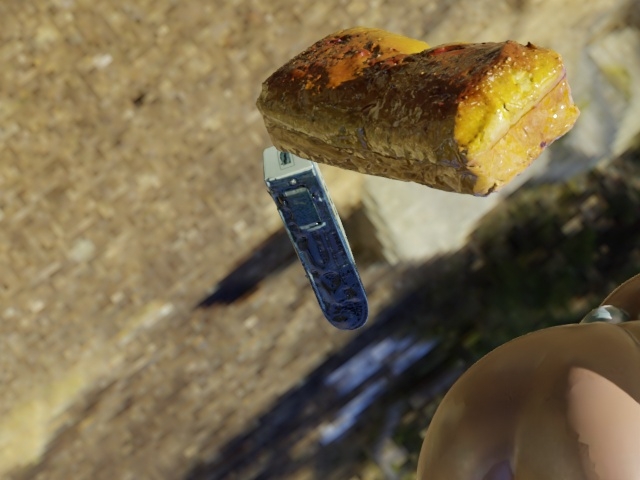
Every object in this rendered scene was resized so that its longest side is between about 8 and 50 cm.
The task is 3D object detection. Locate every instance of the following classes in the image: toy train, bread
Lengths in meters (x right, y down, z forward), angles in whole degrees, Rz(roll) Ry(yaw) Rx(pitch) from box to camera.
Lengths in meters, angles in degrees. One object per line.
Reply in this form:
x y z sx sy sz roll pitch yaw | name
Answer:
0.000 0.000 1.794 0.052 0.051 0.234 -16 135 8 | toy train
0.070 -0.109 1.371 0.139 0.077 0.271 -41 -148 -22 | bread

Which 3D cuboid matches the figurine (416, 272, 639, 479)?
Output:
0.166 0.194 0.814 0.248 0.388 0.276 -2 173 -17 | figurine
